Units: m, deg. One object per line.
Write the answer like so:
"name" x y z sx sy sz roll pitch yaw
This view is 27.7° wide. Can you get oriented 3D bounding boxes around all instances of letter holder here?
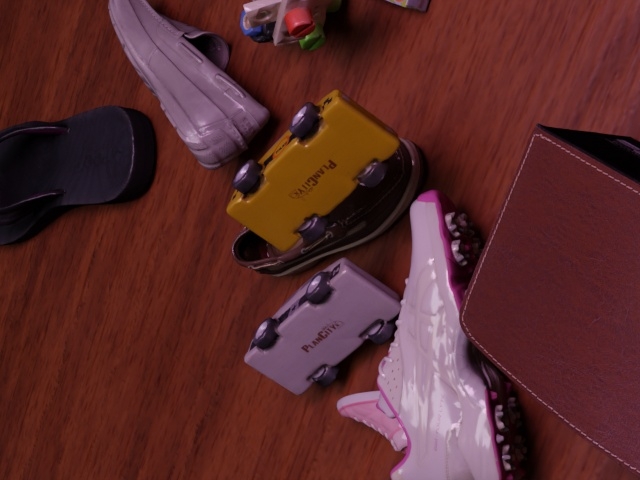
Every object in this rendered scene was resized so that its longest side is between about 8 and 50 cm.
"letter holder" 0.291 0.065 1.089 0.302 0.152 0.214 37 115 40

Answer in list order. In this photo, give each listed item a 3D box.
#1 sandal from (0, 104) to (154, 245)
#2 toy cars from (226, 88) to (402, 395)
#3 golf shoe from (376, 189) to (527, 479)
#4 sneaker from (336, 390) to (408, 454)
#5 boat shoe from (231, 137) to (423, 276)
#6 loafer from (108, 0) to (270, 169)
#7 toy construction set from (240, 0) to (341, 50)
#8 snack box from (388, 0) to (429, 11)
"sandal" -0.406 -0.101 1.816 0.446 0.107 0.167 -16 77 43
"toy cars" 0.000 0.000 1.351 0.177 0.087 0.393 3 129 8
"golf shoe" 0.107 0.104 1.273 0.140 0.115 0.306 -15 75 23
"sneaker" 0.072 0.194 1.365 0.134 0.051 0.070 -12 74 39
"boat shoe" 0.000 -0.029 1.418 0.257 0.095 0.095 -38 62 36
"loafer" -0.165 -0.217 1.601 0.111 0.112 0.319 -34 57 -2
"toy construction set" -0.034 -0.338 1.424 0.215 0.151 0.327 -45 43 51
"snack box" 0.090 -0.327 1.388 0.100 0.037 0.141 31 110 43
